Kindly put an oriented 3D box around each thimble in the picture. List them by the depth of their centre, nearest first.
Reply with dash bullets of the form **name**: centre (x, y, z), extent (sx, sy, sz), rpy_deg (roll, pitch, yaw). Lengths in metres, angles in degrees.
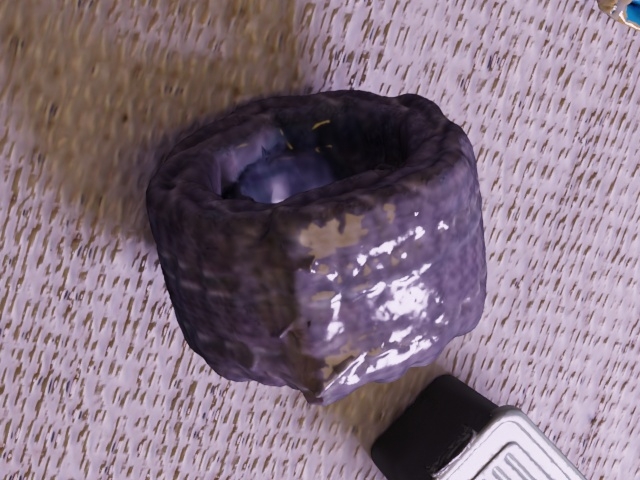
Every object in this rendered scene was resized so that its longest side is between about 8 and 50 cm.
- **thimble**: centre (0.002, -0.001, 0.776), extent (0.150, 0.150, 0.098), rpy_deg (-19, 119, -18)

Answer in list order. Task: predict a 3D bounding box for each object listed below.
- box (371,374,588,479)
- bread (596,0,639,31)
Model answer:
- **box**: centre (0.088, 0.134, 0.923), extent (0.084, 0.069, 0.122), rpy_deg (-46, 124, -4)
- **bread**: centre (0.200, -0.131, 0.870), extent (0.106, 0.053, 0.072), rpy_deg (16, 144, -29)
